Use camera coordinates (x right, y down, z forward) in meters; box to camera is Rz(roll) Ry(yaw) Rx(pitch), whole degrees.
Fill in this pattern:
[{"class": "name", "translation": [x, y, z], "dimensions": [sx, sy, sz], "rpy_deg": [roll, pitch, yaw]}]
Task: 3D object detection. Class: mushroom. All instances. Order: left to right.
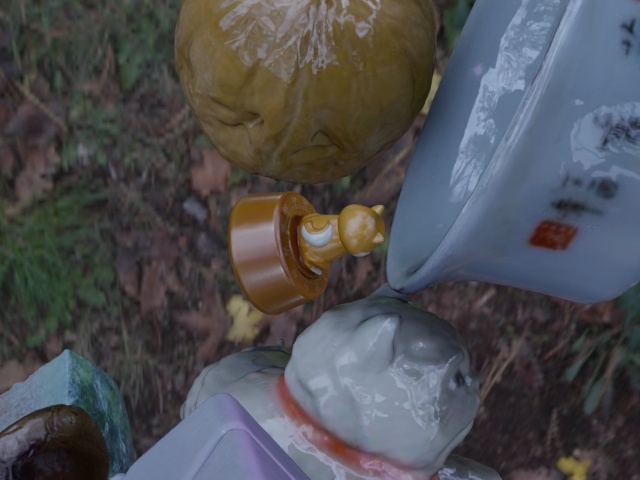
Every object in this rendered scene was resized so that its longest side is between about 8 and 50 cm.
[{"class": "mushroom", "translation": [-0.215, 0.186, 1.250], "dimensions": [0.123, 0.123, 0.052], "rpy_deg": [-39, 46, -20]}]

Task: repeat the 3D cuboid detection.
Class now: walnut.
[{"class": "walnut", "translation": [-0.012, -0.142, 1.162], "dimensions": [0.193, 0.226, 0.193], "rpy_deg": [1, 66, -2]}]

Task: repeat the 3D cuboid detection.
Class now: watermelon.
[{"class": "watermelon", "translation": [-0.325, 0.277, 1.617], "dimensions": [0.258, 0.228, 0.387], "rpy_deg": [15, 98, 6]}]

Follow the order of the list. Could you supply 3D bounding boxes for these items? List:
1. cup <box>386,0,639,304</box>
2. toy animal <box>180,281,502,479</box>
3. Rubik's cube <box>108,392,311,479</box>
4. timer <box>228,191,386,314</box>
[{"class": "cup", "translation": [0.184, -0.097, 1.030], "dimensions": [0.163, 0.347, 0.347], "rpy_deg": [23, 65, -7]}, {"class": "toy animal", "translation": [0.008, 0.113, 1.198], "dimensions": [0.266, 0.308, 0.188], "rpy_deg": [-5, 106, 14]}, {"class": "Rubik's cube", "translation": [-0.057, 0.331, 0.906], "dimensions": [0.322, 0.319, 0.316], "rpy_deg": [-43, 104, 0]}, {"class": "timer", "translation": [0.000, 0.000, 1.659], "dimensions": [0.152, 0.132, 0.132], "rpy_deg": [-14, 63, 26]}]
